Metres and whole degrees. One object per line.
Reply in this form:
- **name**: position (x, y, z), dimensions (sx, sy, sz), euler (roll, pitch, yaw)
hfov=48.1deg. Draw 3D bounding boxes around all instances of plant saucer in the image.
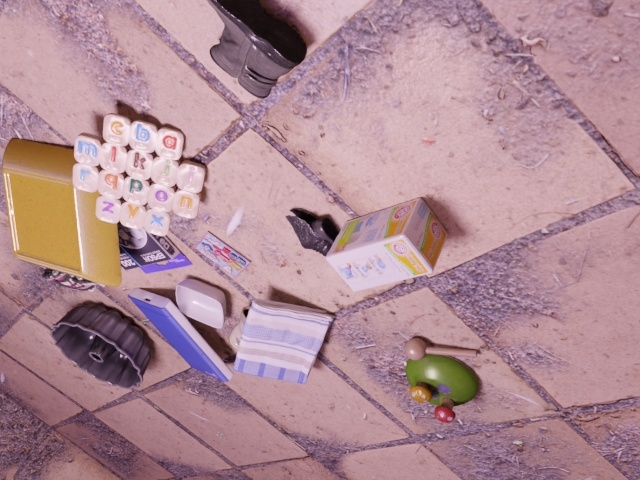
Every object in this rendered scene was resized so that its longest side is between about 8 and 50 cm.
- **plant saucer**: position (-0.642, -0.057, 1.724), dimensions (0.332, 0.081, 0.333), euler (13, 114, 26)

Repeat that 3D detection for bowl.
- **bowl**: position (-0.311, 0.161, 1.905), dimensions (0.142, 0.053, 0.142), euler (20, 141, 10)

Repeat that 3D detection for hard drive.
- **hard drive**: position (-0.400, 0.273, 2.058), dimensions (0.210, 0.040, 0.319), euler (10, 141, 48)

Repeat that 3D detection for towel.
- **towel**: position (-0.099, 0.263, 1.820), dimensions (0.209, 0.034, 0.285), euler (12, 131, -9)

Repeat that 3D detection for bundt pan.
- **bundt pan**: position (-0.673, 0.323, 2.260), dimensions (0.331, 0.124, 0.331), euler (18, 140, 15)

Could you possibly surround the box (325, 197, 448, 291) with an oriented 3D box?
- **box**: position (0.130, 0.011, 1.407), dimensions (0.203, 0.114, 0.103), euler (-17, 122, 43)

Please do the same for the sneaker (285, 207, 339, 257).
- **sneaker**: position (-0.001, 0.002, 1.536), dimensions (0.089, 0.051, 0.170), euler (-7, 125, 38)

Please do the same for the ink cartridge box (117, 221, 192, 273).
- **ink cartridge box**: position (-0.466, 0.019, 1.850), dimensions (0.206, 0.045, 0.208), euler (-12, 129, 40)

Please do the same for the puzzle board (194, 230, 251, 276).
- **puzzle board**: position (-0.242, 0.037, 1.756), dimensions (0.128, 0.011, 0.096), euler (37, 142, -9)

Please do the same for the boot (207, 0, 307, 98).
- **boot**: position (-0.152, -0.350, 1.209), dimensions (0.246, 0.083, 0.161), euler (44, 146, -16)

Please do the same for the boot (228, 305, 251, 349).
- **boot**: position (-0.132, 0.265, 1.897), dimensions (0.213, 0.077, 0.165), euler (29, 140, 0)

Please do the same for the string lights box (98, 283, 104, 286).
- **string lights box**: position (-0.665, 0.014, 1.898), dimensions (0.259, 0.077, 0.133), euler (23, 148, 24)

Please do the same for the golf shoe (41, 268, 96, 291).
- **golf shoe**: position (-0.662, 0.090, 2.029), dimensions (0.273, 0.105, 0.120), euler (1, 151, 39)

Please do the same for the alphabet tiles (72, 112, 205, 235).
- **alphabet tiles**: position (-0.398, -0.140, 1.567), dimensions (0.284, 0.021, 0.278), euler (15, 126, -3)

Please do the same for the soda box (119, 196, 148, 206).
- **soda box**: position (-0.499, -0.086, 1.735), dimensions (0.181, 0.061, 0.058), euler (-7, 130, 37)

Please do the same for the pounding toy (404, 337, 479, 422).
- **pounding toy**: position (0.276, 0.348, 1.705), dimensions (0.183, 0.110, 0.237), euler (12, 140, 20)
